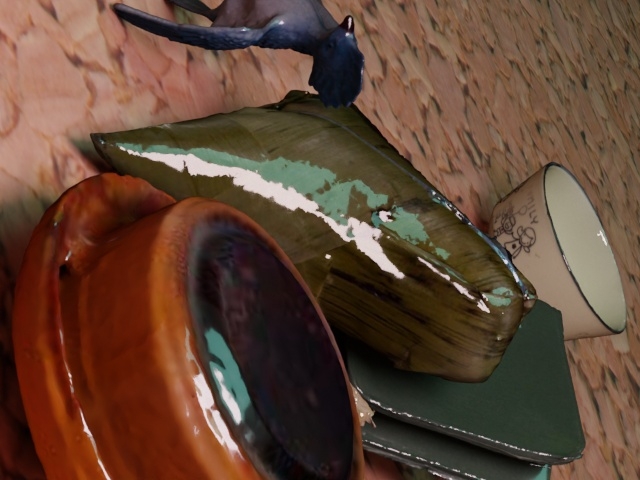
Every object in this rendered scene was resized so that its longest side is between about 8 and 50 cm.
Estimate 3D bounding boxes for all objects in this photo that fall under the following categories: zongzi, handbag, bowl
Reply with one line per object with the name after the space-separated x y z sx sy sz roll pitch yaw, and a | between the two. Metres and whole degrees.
0.000 0.000 1.503 0.323 0.160 0.360 40 18 23 | zongzi
0.124 0.114 1.699 0.247 0.079 0.260 20 37 -11 | handbag
0.289 0.031 2.258 0.238 0.126 0.237 49 27 -35 | bowl

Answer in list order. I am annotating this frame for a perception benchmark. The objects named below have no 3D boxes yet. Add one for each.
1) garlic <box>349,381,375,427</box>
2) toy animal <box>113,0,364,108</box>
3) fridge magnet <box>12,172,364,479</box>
-0.012 0.134 1.537 0.094 0.074 0.113 1 72 -60 | garlic
-0.056 -0.201 1.615 0.239 0.255 0.176 2 86 -42 | toy animal
-0.086 0.116 1.276 0.363 0.155 0.363 50 26 -35 | fridge magnet
